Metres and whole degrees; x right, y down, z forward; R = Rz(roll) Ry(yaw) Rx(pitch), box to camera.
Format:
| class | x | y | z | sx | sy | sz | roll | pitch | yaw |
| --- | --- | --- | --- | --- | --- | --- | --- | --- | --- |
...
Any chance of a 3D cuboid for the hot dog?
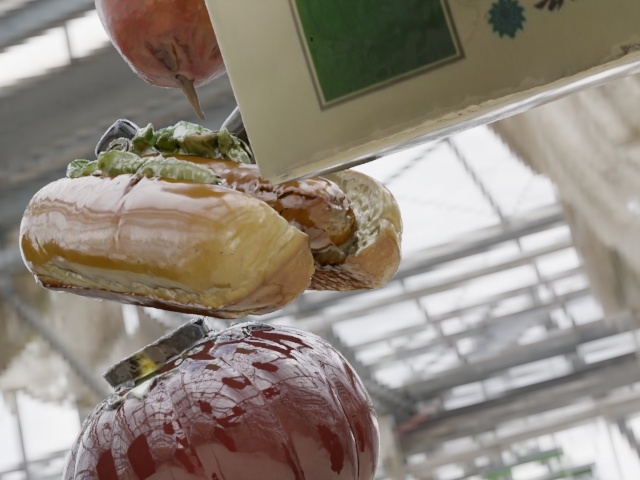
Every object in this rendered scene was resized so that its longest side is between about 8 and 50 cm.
| class | x | y | z | sx | sy | sz | roll | pitch | yaw |
| --- | --- | --- | --- | --- | --- | --- | --- | --- | --- |
| hot dog | -0.082 | -0.015 | 1.080 | 0.135 | 0.100 | 0.337 | -14 | 10 | -30 |

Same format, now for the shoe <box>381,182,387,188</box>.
| class | x | y | z | sx | sy | sz | roll | pitch | yaw |
| --- | --- | --- | --- | --- | --- | --- | --- | --- | --- |
| shoe | 0.000 | 0.000 | 1.708 | 0.159 | 0.053 | 0.062 | -30 | 14 | -7 |

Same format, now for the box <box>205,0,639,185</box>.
| class | x | y | z | sx | sy | sz | roll | pitch | yaw |
| --- | --- | --- | --- | --- | --- | --- | --- | --- | --- |
| box | 0.059 | -0.126 | 0.523 | 0.212 | 0.168 | 0.095 | -18 | -2 | 41 |

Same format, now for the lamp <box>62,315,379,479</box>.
| class | x | y | z | sx | sy | sz | roll | pitch | yaw |
| --- | --- | --- | --- | --- | --- | --- | --- | --- | --- |
| lamp | -0.090 | 0.203 | 1.663 | 0.303 | 0.257 | 0.303 | -29 | -1 | -1 |

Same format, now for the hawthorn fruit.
| class | x | y | z | sx | sy | sz | roll | pitch | yaw |
| --- | --- | --- | --- | --- | --- | --- | --- | --- | --- |
| hawthorn fruit | -0.168 | -0.273 | 2.240 | 0.210 | 0.262 | 0.210 | -9 | -32 | -6 |

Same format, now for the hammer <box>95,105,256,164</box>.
| class | x | y | z | sx | sy | sz | roll | pitch | yaw |
| --- | --- | --- | --- | --- | --- | --- | --- | --- | --- |
| hammer | 0.027 | -0.178 | 1.236 | 0.440 | 0.168 | 0.044 | -54 | 3 | 18 |
